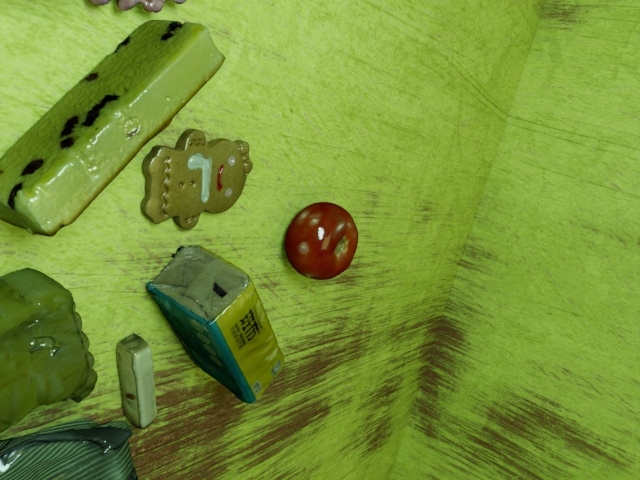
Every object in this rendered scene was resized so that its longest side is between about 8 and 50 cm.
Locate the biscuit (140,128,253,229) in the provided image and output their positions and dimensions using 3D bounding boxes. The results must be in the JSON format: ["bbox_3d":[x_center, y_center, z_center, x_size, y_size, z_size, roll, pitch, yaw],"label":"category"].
[{"bbox_3d":[-0.214,-0.111,1.012,0.249,0.035,0.184,-16,122,-53],"label":"biscuit"}]

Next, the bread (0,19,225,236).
[{"bbox_3d":[-0.294,-0.163,0.759,0.361,0.138,0.077,-54,144,-22],"label":"bread"}]

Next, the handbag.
[{"bbox_3d":[-0.405,0.406,0.805,0.340,0.240,0.247,-18,91,-45],"label":"handbag"}]

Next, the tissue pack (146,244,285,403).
[{"bbox_3d":[-0.189,0.160,1.069,0.134,0.192,0.271,-46,143,-29],"label":"tissue pack"}]

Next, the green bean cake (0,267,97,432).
[{"bbox_3d":[-0.441,0.183,0.765,0.236,0.124,0.233,-32,134,-44],"label":"green bean cake"}]

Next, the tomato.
[{"bbox_3d":[0.000,0.000,1.306,0.195,0.136,0.195,-29,130,-43],"label":"tomato"}]

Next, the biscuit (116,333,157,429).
[{"bbox_3d":[-0.337,0.265,1.036,0.052,0.056,0.188,-28,130,-45],"label":"biscuit"}]

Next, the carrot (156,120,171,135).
[{"bbox_3d":[-0.300,-0.144,0.861,0.190,0.037,0.037,-51,144,-23],"label":"carrot"}]

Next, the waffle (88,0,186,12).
[{"bbox_3d":[-0.246,-0.424,0.751,0.234,0.055,0.221,-31,131,-41],"label":"waffle"}]
